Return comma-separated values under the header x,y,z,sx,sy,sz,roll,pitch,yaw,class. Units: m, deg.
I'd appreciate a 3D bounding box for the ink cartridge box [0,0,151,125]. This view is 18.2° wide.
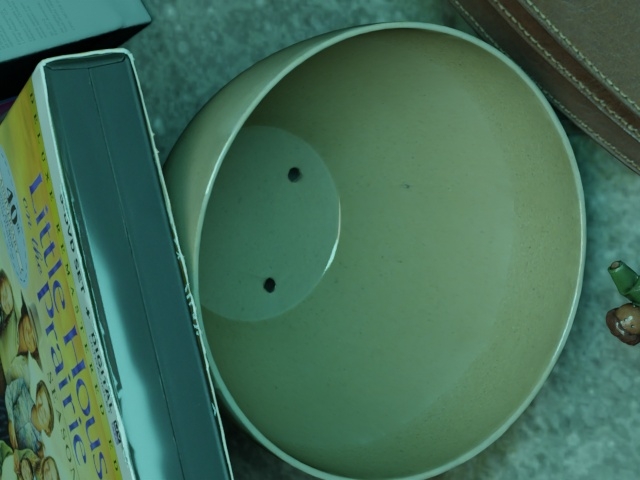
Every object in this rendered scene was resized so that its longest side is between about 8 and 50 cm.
x,y,z,sx,sy,sz,roll,pitch,yaw,class
-0.272,-0.100,1.301,0.176,0.371,0.069,-31,87,28,ink cartridge box

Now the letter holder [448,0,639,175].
x,y,z,sx,sy,sz,roll,pitch,yaw,class
0.178,-0.145,1.163,0.302,0.152,0.214,43,119,-8,letter holder

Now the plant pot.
x,y,z,sx,sy,sz,roll,pitch,yaw,class
0.000,0.000,1.281,0.191,0.284,0.284,12,109,57,plant pot

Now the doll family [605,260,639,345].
x,y,z,sx,sy,sz,roll,pitch,yaw,class
0.262,0.074,1.260,0.193,0.076,0.111,44,110,7,doll family

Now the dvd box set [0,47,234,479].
x,y,z,sx,sy,sz,roll,pitch,yaw,class
-0.168,0.090,1.293,0.420,0.062,0.308,144,114,-65,dvd box set
